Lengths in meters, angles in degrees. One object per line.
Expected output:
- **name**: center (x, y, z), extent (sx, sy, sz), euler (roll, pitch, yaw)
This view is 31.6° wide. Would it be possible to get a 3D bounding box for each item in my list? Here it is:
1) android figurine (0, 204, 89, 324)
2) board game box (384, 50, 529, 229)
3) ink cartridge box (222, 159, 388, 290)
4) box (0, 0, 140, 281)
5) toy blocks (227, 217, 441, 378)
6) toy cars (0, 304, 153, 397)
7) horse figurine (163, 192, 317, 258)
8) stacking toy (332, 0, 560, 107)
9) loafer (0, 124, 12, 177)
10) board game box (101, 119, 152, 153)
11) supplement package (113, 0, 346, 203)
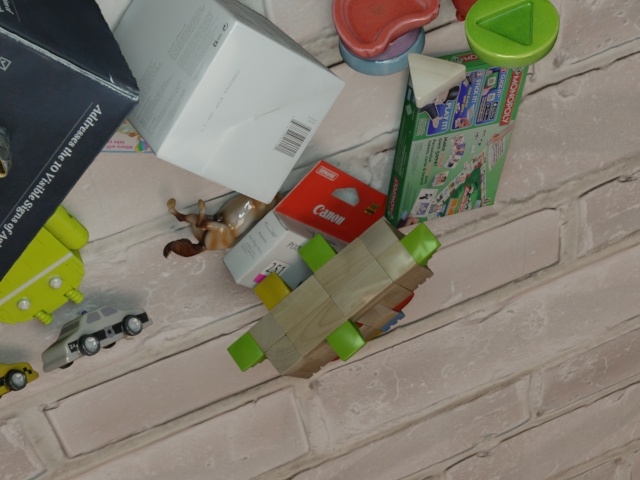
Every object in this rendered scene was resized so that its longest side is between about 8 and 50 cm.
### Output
- **android figurine**: center (-0.476, 0.037, 1.753), extent (0.248, 0.056, 0.273), euler (-33, 135, 2)
- **board game box**: center (0.230, -0.175, 1.931), extent (0.213, 0.046, 0.317), euler (-14, 134, -26)
- **ink cartridge box**: center (0.000, 0.000, 1.925), extent (0.239, 0.060, 0.275), euler (-44, 149, 15)
- **box**: center (-0.563, -0.160, 1.354), extent (0.471, 0.297, 0.480), euler (27, 113, -39)
- **toy blocks**: center (0.054, 0.109, 1.936), extent (0.381, 0.191, 0.261), euler (-40, 162, 8)
- **toy cars**: center (-0.471, 0.188, 1.855), extent (0.393, 0.087, 0.176), euler (-25, 179, -6)
- **horse figurine**: center (-0.143, -0.048, 1.838), extent (0.263, 0.066, 0.174), euler (-35, 147, -6)
- **stacking toy**: center (0.189, -0.298, 1.658), extent (0.309, 0.279, 0.130), euler (-26, 147, -7)
- **loafer**: center (-0.406, -0.119, 1.223), extent (0.170, 0.061, 0.062), euler (22, 117, -39)
- **board game box**: center (-0.313, -0.178, 1.665), extent (0.154, 0.026, 0.103), euler (-1, 129, -28)
- **supplement package**: center (-0.144, -0.219, 1.530), extent (0.198, 0.263, 0.199), euler (23, 106, -40)
